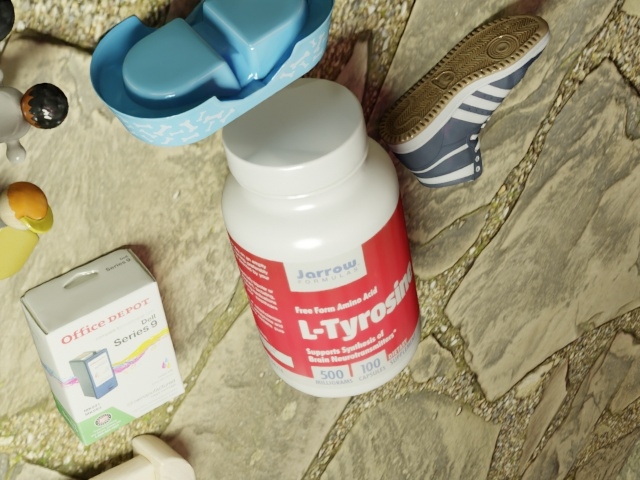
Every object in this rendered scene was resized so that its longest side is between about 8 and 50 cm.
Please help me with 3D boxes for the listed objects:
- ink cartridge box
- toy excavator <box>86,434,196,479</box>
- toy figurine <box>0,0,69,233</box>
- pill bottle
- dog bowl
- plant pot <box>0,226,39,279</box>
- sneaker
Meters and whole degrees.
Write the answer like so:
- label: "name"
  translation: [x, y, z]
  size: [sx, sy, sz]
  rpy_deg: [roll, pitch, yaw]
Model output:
- label: "ink cartridge box"
  translation: [-0.276, 0.137, 1.488]
  size: [0.154, 0.093, 0.212]
  rpy_deg: [-27, 133, -22]
- label: "toy excavator"
  translation: [-0.403, 0.481, 1.578]
  size: [0.433, 0.222, 0.445]
  rpy_deg: [12, 103, -47]
- label: "toy figurine"
  translation: [-0.342, -0.118, 1.128]
  size: [0.148, 0.213, 0.209]
  rpy_deg: [-11, 141, 16]
- label: "pill bottle"
  translation: [0.000, 0.000, 1.519]
  size: [0.229, 0.229, 0.407]
  rpy_deg: [-32, 137, -18]
- label: "dog bowl"
  translation: [-0.114, -0.215, 1.313]
  size: [0.297, 0.166, 0.074]
  rpy_deg: [-35, 149, -15]
- label: "plant pot"
  translation: [-0.369, -0.003, 1.313]
  size: [0.081, 0.081, 0.083]
  rpy_deg: [-56, 149, 9]
- label: "sneaker"
  translation: [0.225, -0.192, 1.662]
  size: [0.282, 0.099, 0.153]
  rpy_deg: [-39, 134, -1]
